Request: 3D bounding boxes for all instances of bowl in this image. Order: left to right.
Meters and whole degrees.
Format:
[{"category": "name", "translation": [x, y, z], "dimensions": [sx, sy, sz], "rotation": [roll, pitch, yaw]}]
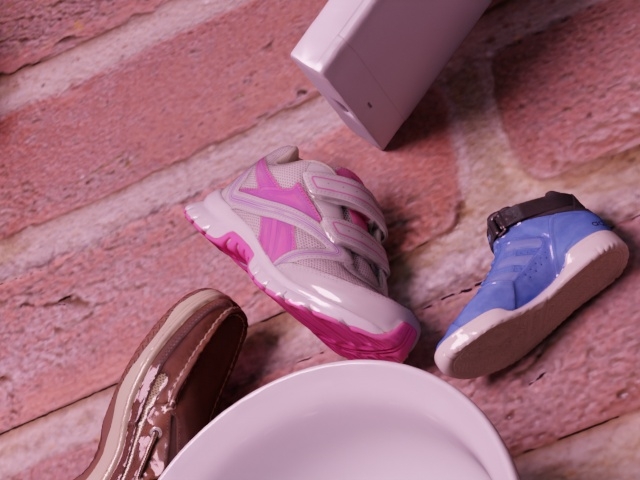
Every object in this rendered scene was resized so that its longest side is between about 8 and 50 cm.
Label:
[{"category": "bowl", "translation": [0.021, 0.234, 1.079], "dimensions": [0.298, 0.134, 0.298], "rotation": [-20, 49, 25]}]

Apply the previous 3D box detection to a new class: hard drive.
[{"category": "hard drive", "translation": [0.103, -0.224, 1.290], "dimensions": [0.040, 0.203, 0.307], "rotation": [35, 88, 18]}]

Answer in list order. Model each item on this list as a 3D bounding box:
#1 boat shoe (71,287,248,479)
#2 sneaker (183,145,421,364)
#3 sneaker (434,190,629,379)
[{"category": "boat shoe", "translation": [-0.110, 0.162, 1.270], "dimensions": [0.095, 0.095, 0.257], "rotation": [24, 80, 29]}, {"category": "sneaker", "translation": [0.000, 0.000, 1.287], "dimensions": [0.111, 0.103, 0.252], "rotation": [-48, 45, -1]}, {"category": "sneaker", "translation": [0.129, 0.026, 1.203], "dimensions": [0.152, 0.058, 0.084], "rotation": [-38, 50, 1]}]
